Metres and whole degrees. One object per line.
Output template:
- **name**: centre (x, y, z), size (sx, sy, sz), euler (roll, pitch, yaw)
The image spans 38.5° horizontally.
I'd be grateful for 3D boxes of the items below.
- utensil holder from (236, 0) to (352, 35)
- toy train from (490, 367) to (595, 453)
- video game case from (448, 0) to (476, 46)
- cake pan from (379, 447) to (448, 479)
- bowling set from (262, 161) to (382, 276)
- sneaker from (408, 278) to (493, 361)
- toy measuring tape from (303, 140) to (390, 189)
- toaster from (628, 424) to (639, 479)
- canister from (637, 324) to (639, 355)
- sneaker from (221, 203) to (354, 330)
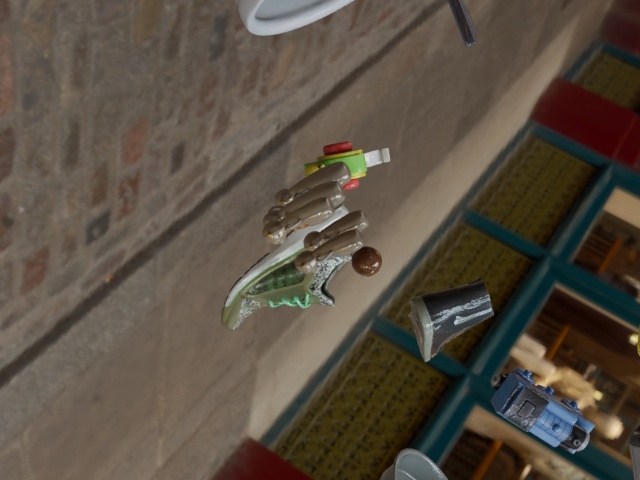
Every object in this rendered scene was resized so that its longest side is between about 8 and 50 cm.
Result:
- **utensil holder**: centre (-0.061, -0.579, 1.459), size (0.327, 0.385, 0.327), euler (-27, 178, -1)
- **toy train**: centre (0.360, 0.280, 1.489), size (0.080, 0.184, 0.105), euler (-55, -174, 12)
- **video game case**: centre (0.263, -0.490, 1.807), size (0.026, 0.196, 0.274), euler (-20, -167, 16)
- **cake pan**: centre (0.198, 0.527, 1.677), size (0.054, 0.293, 0.293), euler (-32, 172, 21)
- **bowling set**: centre (0.000, 0.000, 1.586), size (0.154, 0.200, 0.287), euler (-25, -169, 17)
- **sneaker**: centre (0.206, 0.128, 1.432), size (0.118, 0.083, 0.222), euler (-17, 163, -1)
- **toy measuring tape**: centre (0.090, -0.183, 2.151), size (0.330, 0.121, 0.121), euler (-17, 136, -46)
- **toaster**: centre (0.731, 0.448, 1.906), size (0.227, 0.129, 0.146), euler (-18, 106, -49)
- **canister**: centre (0.678, 0.210, 1.813), size (0.170, 0.073, 0.126), euler (-56, 151, -69)
- **sneaker**: centre (-0.055, 0.098, 2.027), size (0.410, 0.182, 0.158), euler (-42, 175, 23)
